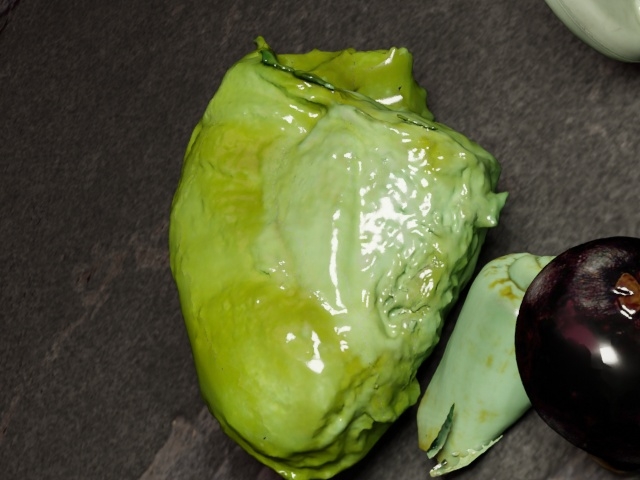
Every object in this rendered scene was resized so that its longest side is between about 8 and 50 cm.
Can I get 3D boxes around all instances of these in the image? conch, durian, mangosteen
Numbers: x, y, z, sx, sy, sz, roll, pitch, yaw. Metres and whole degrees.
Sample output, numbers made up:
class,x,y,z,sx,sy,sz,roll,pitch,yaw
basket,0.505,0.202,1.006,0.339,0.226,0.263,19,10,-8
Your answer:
class,x,y,z,sx,sy,sz,roll,pitch,yaw
conch,0.113,0.073,1.280,0.170,0.079,0.106,-54,16,16
durian,0.000,0.000,1.366,0.256,0.204,0.339,3,66,63
mangosteen,0.174,0.072,1.159,0.151,0.137,0.137,109,173,-55

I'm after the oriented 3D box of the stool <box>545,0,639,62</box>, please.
class,x,y,z,sx,sy,sz,roll,pitch,yaw
stool,0.244,-0.241,1.274,0.199,0.195,0.195,-26,42,36
